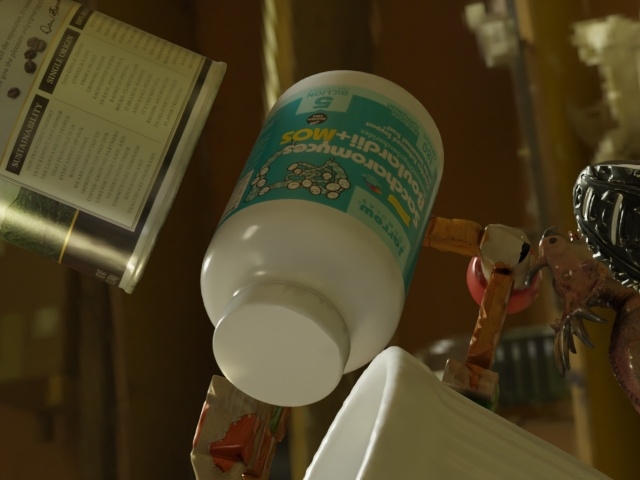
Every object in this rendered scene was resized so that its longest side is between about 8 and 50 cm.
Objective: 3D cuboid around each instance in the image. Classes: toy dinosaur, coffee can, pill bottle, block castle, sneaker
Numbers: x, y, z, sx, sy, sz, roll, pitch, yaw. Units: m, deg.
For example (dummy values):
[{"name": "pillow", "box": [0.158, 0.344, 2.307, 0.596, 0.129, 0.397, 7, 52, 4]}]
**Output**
[{"name": "toy dinosaur", "box": [0.325, 0.109, 1.712, 0.296, 0.200, 0.127, -112, 21, -57]}, {"name": "coffee can", "box": [-0.237, -0.100, 1.373, 0.201, 0.275, 0.201, -158, 90, -85]}, {"name": "pill bottle", "box": [0.000, 0.000, 1.270, 0.264, 0.146, 0.146, -71, -35, -50]}, {"name": "block castle", "box": [0.048, 0.178, 1.887, 0.213, 0.303, 0.453, 68, -143, -74]}, {"name": "sneaker", "box": [0.320, -0.002, 1.306, 0.108, 0.271, 0.100, -42, -37, -55]}]

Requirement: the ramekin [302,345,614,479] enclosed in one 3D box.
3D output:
[{"name": "ramekin", "box": [0.033, 0.198, 0.759, 0.277, 0.135, 0.277, -156, 90, -88]}]
